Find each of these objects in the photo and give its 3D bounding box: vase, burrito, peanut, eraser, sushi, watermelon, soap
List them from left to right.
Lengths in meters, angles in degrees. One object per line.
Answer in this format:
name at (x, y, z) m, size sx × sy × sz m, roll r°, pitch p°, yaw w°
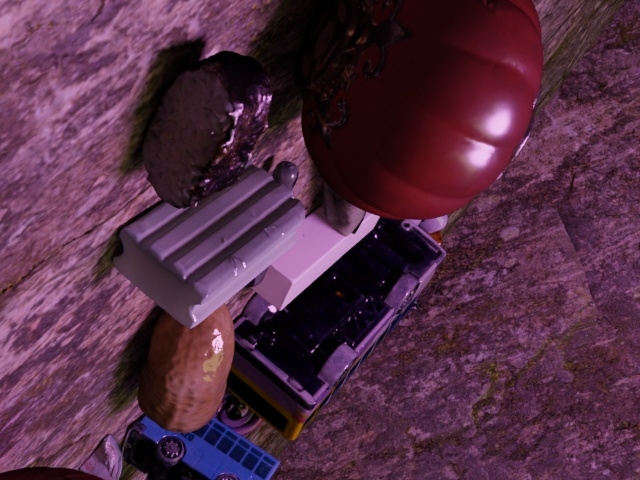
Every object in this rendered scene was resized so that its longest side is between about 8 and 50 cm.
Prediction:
watermelon at (-0.332, 0.333, 1.280) m, size 0.061 × 0.085 × 0.085 m, roll -5°, pitch 139°, yaw -32°
peanut at (-0.184, 0.166, 1.163) m, size 0.253 × 0.122 × 0.137 m, roll 111°, pitch -19°, yaw -48°
sushi at (-0.105, -0.103, 0.779) m, size 0.078 × 0.090 × 0.150 m, roll -31°, pitch 157°, yaw -50°
soap at (-0.115, -0.005, 0.936) m, size 0.198 × 0.119 × 0.066 m, roll -40°, pitch 165°, yaw -43°
vase at (-0.074, -0.024, 1.157) m, size 0.060 × 0.060 × 0.211 m, roll -38°, pitch 161°, yaw -47°
eraser at (0.000, 0.000, 1.447) m, size 0.298 × 0.076 × 0.078 m, roll -39°, pitch 163°, yaw -44°
burrito at (0.044, -0.094, 1.292) m, size 0.066 × 0.096 × 0.309 m, roll -22°, pitch 161°, yaw -11°

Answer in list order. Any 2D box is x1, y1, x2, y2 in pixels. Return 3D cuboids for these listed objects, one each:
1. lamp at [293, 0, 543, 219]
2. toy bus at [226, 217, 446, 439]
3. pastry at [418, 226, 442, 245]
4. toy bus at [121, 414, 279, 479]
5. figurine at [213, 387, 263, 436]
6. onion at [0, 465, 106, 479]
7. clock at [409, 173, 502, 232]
lamp at (0.107, -0.171, 0.938) m, size 0.303 × 0.257 × 0.303 m, roll -45°, pitch -147°, yaw 42°
toy bus at (0.024, 0.142, 1.611) m, size 0.440 × 0.209 × 0.249 m, roll -44°, pitch 165°, yaw -33°
pastry at (0.143, 0.069, 1.941) m, size 0.311 × 0.162 × 0.255 m, roll -57°, pitch 177°, yaw 39°
toy bus at (-0.197, 0.361, 1.394) m, size 0.133 × 0.234 × 0.116 m, roll -50°, pitch 170°, yaw -46°
figurine at (-0.164, 0.305, 1.665) m, size 0.126 × 0.114 × 0.157 m, roll -18°, pitch -163°, yaw 1°
onion at (-0.319, 0.393, 0.841) m, size 0.353 × 0.354 × 0.353 m, roll -49°, pitch 167°, yaw -16°
clock at (0.225, -0.120, 1.750) m, size 0.254 × 0.189 × 0.189 m, roll -47°, pitch 168°, yaw 4°
